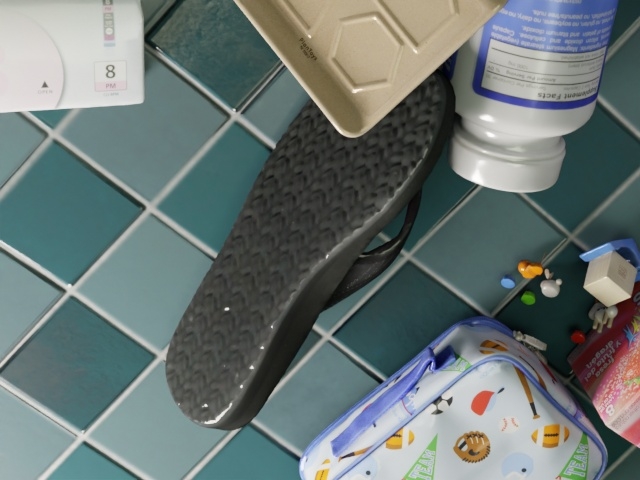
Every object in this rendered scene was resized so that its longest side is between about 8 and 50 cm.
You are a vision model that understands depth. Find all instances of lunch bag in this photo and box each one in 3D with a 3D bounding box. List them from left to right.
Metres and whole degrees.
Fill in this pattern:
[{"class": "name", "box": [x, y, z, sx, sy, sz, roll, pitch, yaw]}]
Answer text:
[{"class": "lunch bag", "box": [0.141, 0.228, 2.009, 0.303, 0.115, 0.243, -42, 115, 11]}]

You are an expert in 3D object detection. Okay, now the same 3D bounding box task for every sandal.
[{"class": "sandal", "box": [-0.002, -0.001, 1.857, 0.107, 0.167, 0.445, 10, 125, -44]}]

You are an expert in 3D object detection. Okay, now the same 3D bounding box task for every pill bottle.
[{"class": "pill bottle", "box": [0.197, -0.191, 1.781, 0.152, 0.152, 0.272, 3, 117, -13]}]

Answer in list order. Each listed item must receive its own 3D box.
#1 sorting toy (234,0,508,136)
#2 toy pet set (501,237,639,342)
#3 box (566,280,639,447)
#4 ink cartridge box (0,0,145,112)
[{"class": "sorting toy", "box": [0.045, -0.229, 1.734, 0.208, 0.038, 0.193, -41, 83, 22]}, {"class": "toy pet set", "box": [0.275, 0.036, 1.980, 0.122, 0.065, 0.114, 38, 139, -23]}, {"class": "box", "box": [0.426, 0.088, 1.977, 0.154, 0.142, 0.300, 34, 106, -26]}, {"class": "ink cartridge box", "box": [-0.258, -0.233, 1.721, 0.189, 0.066, 0.232, -4, 122, -9]}]
